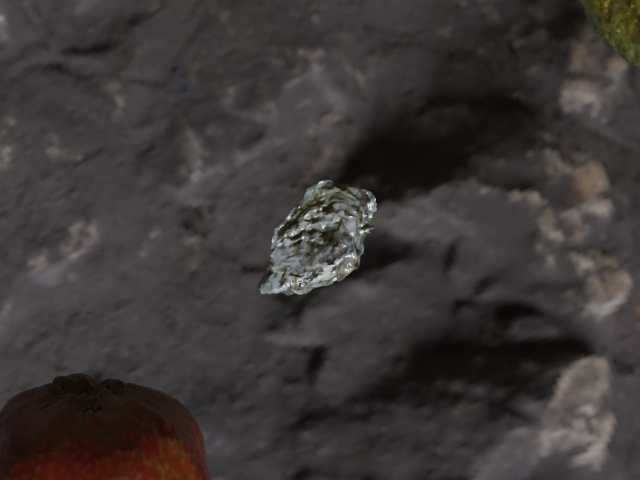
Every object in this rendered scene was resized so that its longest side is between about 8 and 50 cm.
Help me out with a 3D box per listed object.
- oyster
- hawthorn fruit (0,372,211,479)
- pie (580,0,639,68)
[{"bbox_3d":[-0.001,0.000,1.547,0.098,0.037,0.100,1,109,-16],"label":"oyster"},{"bbox_3d":[-0.186,0.235,1.472,0.205,0.205,0.253,-19,114,-53],"label":"hawthorn fruit"},{"bbox_3d":[0.330,-0.246,1.563,0.078,0.277,0.277,-37,101,-35],"label":"pie"}]
